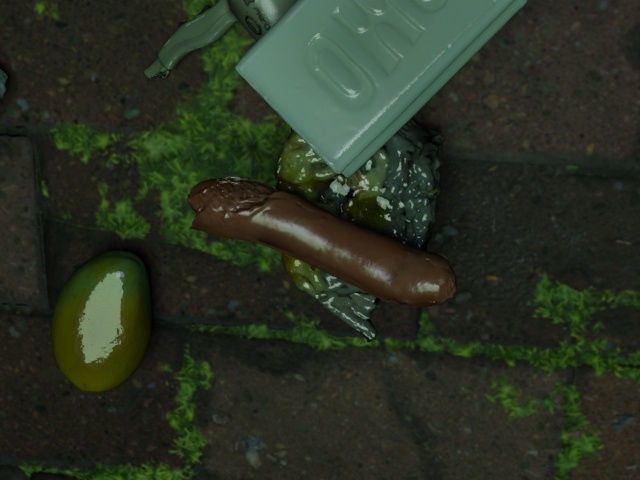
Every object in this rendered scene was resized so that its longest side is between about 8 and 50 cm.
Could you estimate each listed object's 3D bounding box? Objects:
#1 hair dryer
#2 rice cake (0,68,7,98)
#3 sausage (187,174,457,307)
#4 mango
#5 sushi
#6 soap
[{"bbox_3d":[-0.126,-0.302,1.162,0.224,0.088,0.219,-4,104,27],"label":"hair dryer"},{"bbox_3d":[-0.452,-0.220,1.199,0.069,0.063,0.206,-14,139,35],"label":"rice cake"},{"bbox_3d":[0.000,0.001,1.098,0.304,0.078,0.078,21,113,9],"label":"sausage"},{"bbox_3d":[-0.276,0.101,1.323,0.130,0.092,0.195,27,109,0],"label":"mango"},{"bbox_3d":[0.045,-0.038,1.189,0.184,0.139,0.274,8,115,9],"label":"sushi"},{"bbox_3d":[0.063,-0.212,1.054,0.265,0.087,0.160,-44,81,6],"label":"soap"}]
